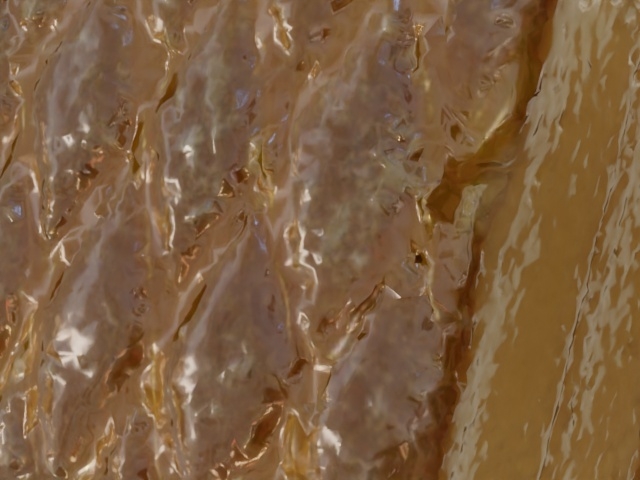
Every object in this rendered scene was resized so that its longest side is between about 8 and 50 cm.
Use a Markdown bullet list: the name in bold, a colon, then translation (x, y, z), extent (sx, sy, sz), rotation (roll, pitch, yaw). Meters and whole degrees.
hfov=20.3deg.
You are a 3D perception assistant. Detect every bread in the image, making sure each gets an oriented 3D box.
- **bread**: translation (0.000, 0.000, 0.772), extent (0.207, 0.279, 0.279), rotation (4, -83, -55)
